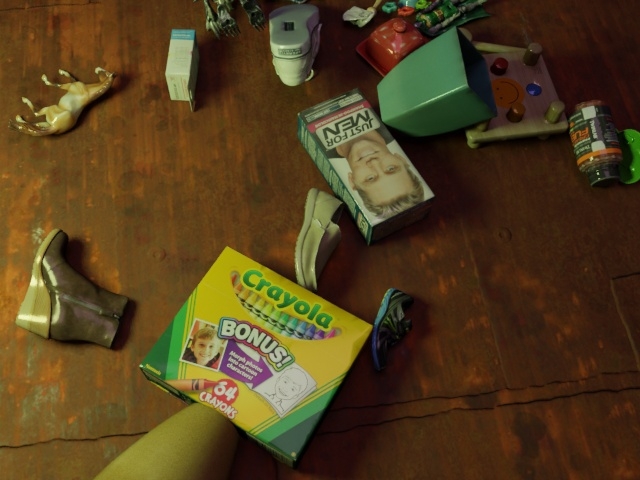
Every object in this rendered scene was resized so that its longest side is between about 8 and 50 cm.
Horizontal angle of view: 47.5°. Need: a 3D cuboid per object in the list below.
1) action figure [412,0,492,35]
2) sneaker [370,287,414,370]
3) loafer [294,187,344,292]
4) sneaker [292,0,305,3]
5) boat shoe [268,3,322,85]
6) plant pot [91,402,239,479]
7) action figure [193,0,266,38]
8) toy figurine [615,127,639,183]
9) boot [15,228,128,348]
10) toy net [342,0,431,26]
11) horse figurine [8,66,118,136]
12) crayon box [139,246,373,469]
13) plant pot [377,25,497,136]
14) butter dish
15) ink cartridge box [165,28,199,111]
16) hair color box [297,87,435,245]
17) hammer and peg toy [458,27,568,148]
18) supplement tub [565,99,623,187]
[{"bbox_3d":[0.341,-0.619,1.974,0.232,0.063,0.137,-31,71,-13],"label":"action figure"},{"bbox_3d":[0.153,0.188,1.545,0.078,0.067,0.188,15,60,12],"label":"sneaker"},{"bbox_3d":[0.000,0.000,1.616,0.092,0.102,0.269,5,62,6],"label":"loafer"},{"bbox_3d":[-0.083,-0.690,1.977,0.211,0.080,0.081,-12,61,-7],"label":"sneaker"},{"bbox_3d":[-0.059,-0.485,1.849,0.135,0.157,0.367,-4,34,1],"label":"boat shoe"},{"bbox_3d":[-0.265,0.434,1.331,0.237,0.237,0.254,29,52,12],"label":"plant pot"},{"bbox_3d":[-0.235,-0.607,1.901,0.164,0.141,0.276,-22,39,-4],"label":"action figure"},{"bbox_3d":[0.800,-0.220,1.778,0.159,0.130,0.173,-5,38,-20],"label":"toy figurine"},{"bbox_3d":[-0.517,0.104,1.566,0.206,0.090,0.249,13,61,-9],"label":"boot"},{"bbox_3d":[0.176,-0.611,1.958,0.232,0.045,0.122,-20,48,-5],"label":"toy net"},{"bbox_3d":[-0.636,-0.336,1.781,0.174,0.066,0.263,24,62,16],"label":"horse figurine"},{"bbox_3d":[-0.125,0.231,1.489,0.362,0.106,0.313,28,65,11],"label":"crayon box"},{"bbox_3d":[0.260,-0.346,1.698,0.234,0.165,0.166,-20,63,30],"label":"plant pot"},{"bbox_3d":[0.198,-0.517,1.879,0.160,0.118,0.160,-36,70,-19],"label":"butter dish"},{"bbox_3d":[-0.345,-0.423,1.814,0.061,0.104,0.181,2,63,-1],"label":"ink cartridge box"},{"bbox_3d":[0.100,-0.179,1.710,0.173,0.105,0.347,-26,68,-14],"label":"hair color box"},{"bbox_3d":[0.457,-0.411,1.831,0.265,0.127,0.362,-7,63,-6],"label":"hammer and peg toy"},{"bbox_3d":[0.665,-0.231,1.753,0.106,0.106,0.198,-7,73,-6],"label":"supplement tub"}]
